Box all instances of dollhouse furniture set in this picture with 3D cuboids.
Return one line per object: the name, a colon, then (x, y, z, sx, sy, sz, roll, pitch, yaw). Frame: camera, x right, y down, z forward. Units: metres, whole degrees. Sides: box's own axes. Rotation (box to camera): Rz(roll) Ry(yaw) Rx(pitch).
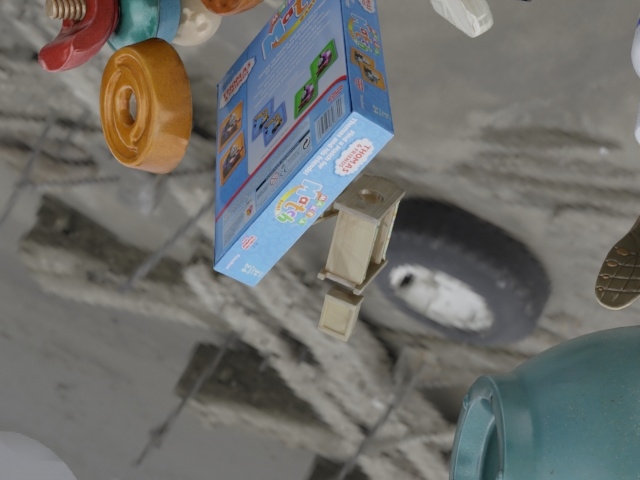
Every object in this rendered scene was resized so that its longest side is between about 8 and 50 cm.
dollhouse furniture set: (0.000, 0.000, 1.815, 0.161, 0.101, 0.182, 23, 123, 15)

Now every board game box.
board game box: (-0.018, -0.094, 1.021, 0.039, 0.211, 0.160, 26, 126, -25)

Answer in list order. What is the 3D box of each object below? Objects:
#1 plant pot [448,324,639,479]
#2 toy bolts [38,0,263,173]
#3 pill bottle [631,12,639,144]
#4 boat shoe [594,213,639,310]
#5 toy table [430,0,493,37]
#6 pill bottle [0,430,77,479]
plant pot: (0.216, 0.204, 1.189, 0.196, 0.293, 0.293, 6, 158, -9)
toy bolts: (-0.109, -0.165, 1.150, 0.158, 0.218, 0.228, -6, -174, -35)
pill bottle: (0.364, -0.207, 1.303, 0.152, 0.272, 0.152, 14, 165, 4)
boat shoe: (0.383, 0.013, 1.725, 0.064, 0.178, 0.060, 29, 164, 19)
toy table: (0.070, -0.308, 1.354, 0.161, 0.274, 0.252, 70, 173, -45)
pill bottle: (-0.363, 0.325, 1.362, 0.181, 0.181, 0.323, 37, 113, -17)
